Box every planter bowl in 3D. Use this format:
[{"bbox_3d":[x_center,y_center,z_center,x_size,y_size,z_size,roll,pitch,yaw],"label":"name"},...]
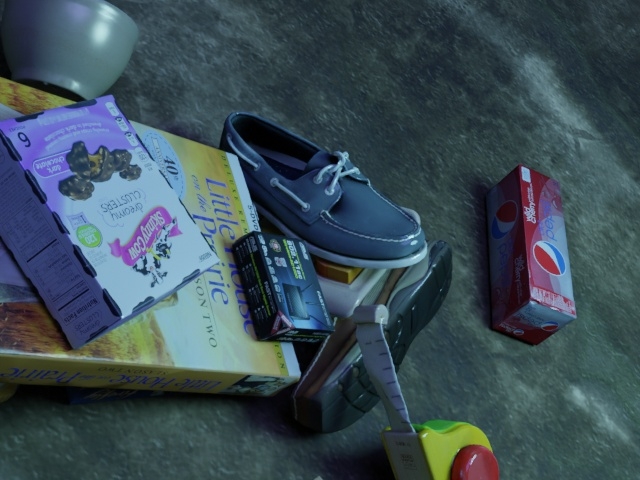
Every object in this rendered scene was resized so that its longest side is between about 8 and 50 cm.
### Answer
[{"bbox_3d":[-0.310,-0.222,1.130,0.162,0.162,0.109,16,77,-24],"label":"planter bowl"}]

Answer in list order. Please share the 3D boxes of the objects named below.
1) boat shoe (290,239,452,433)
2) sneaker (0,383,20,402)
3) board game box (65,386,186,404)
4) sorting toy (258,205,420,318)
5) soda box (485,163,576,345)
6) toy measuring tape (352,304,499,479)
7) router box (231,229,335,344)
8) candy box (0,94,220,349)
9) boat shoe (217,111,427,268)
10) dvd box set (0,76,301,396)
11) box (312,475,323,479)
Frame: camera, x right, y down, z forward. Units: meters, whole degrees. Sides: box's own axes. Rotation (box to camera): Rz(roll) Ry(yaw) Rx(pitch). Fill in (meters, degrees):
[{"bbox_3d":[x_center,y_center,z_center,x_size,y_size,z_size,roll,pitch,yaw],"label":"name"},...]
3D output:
[{"bbox_3d":[0.050,0.103,1.164,0.120,0.122,0.324,20,43,24],"label":"boat shoe"},{"bbox_3d":[-0.360,0.015,0.937,0.131,0.112,0.296,9,53,-28],"label":"sneaker"},{"bbox_3d":[-0.218,0.057,1.050,0.165,0.042,0.243,1,58,-34],"label":"board game box"},{"bbox_3d":[0.000,0.000,1.176,0.193,0.038,0.208,15,41,24],"label":"sorting toy"},{"bbox_3d":[0.309,0.018,1.403,0.084,0.092,0.263,23,48,-20],"label":"soda box"},{"bbox_3d":[0.128,0.208,1.075,0.121,0.121,0.330,-31,107,-44],"label":"toy measuring tape"},{"bbox_3d":[-0.041,0.054,1.054,0.092,0.038,0.122,11,54,-52],"label":"router box"},{"bbox_3d":[-0.205,-0.023,0.856,0.196,0.070,0.165,57,30,-1],"label":"candy box"},{"bbox_3d":[-0.007,-0.066,1.148,0.320,0.099,0.116,29,41,30],"label":"boat shoe"},{"bbox_3d":[-0.211,0.003,0.956,0.420,0.062,0.307,15,50,-49],"label":"dvd box set"},{"bbox_3d":[-0.014,0.367,0.976,0.164,0.021,0.201,50,45,7],"label":"box"}]
